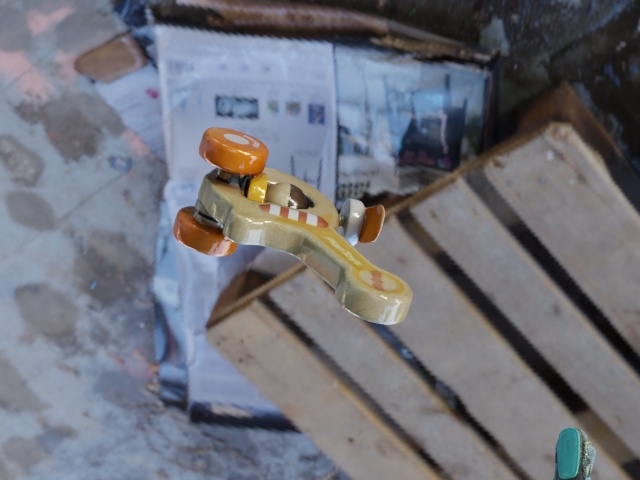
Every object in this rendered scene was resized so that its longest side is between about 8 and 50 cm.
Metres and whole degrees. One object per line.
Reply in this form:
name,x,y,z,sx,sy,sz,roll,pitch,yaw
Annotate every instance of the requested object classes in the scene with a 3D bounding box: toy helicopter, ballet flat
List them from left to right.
toy helicopter,0.000,0.000,1.390,0.235,0.355,0.140,5,114,-38
ballet flat,0.371,0.366,1.720,0.070,0.188,0.070,14,149,8
